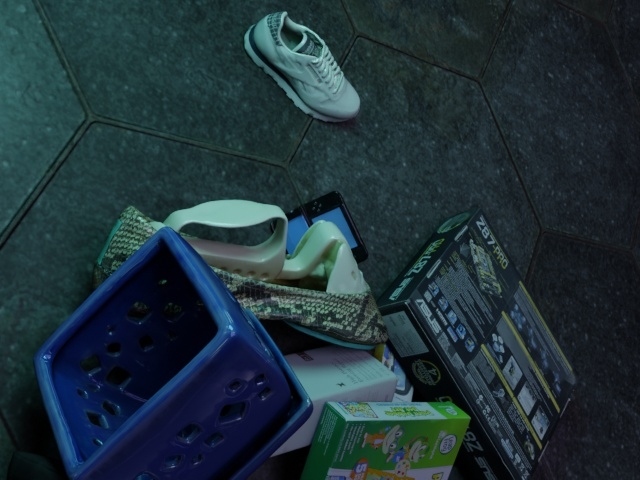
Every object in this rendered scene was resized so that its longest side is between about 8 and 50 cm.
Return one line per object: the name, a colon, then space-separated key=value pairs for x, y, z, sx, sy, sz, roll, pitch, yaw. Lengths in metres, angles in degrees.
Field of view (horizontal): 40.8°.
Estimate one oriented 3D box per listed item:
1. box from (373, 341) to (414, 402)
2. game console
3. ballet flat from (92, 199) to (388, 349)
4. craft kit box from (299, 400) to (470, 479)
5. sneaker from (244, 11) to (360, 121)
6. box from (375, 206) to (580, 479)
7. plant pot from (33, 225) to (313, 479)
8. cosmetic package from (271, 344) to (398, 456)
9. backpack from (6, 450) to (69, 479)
box: x=0.117 y=0.229 z=1.408 sx=0.081 sy=0.028 sz=0.136 roll=30 pitch=58 yaw=-31
game console: x=0.000 y=0.000 z=1.349 sx=0.122 sy=0.107 sz=0.071 roll=65 pitch=21 yaw=-6
ballet flat: x=-0.068 y=0.043 z=1.194 sx=0.482 sy=0.164 sz=0.182 roll=12 pitch=107 yaw=-34
craft kit box: x=0.078 y=0.353 z=1.244 sx=0.246 sy=0.061 sz=0.250 roll=7 pitch=107 yaw=-40
sneaker: x=-0.013 y=-0.277 z=1.399 sx=0.235 sy=0.094 sz=0.090 roll=34 pitch=57 yaw=-30
box: x=0.283 y=0.185 z=1.497 sx=0.395 sy=0.097 sz=0.318 roll=57 pitch=46 yaw=-13
plant pot: x=-0.158 y=0.165 z=0.990 sx=0.236 sy=0.236 sz=0.212 roll=-44 pitch=130 yaw=2
cosmetic package: x=-0.014 y=0.221 z=1.230 sx=0.231 sy=0.117 sz=0.086 roll=-6 pitch=117 yaw=-42
backpack: x=-0.263 y=0.452 z=0.909 sx=0.290 sy=0.273 sz=0.356 roll=37 pitch=75 yaw=-32
